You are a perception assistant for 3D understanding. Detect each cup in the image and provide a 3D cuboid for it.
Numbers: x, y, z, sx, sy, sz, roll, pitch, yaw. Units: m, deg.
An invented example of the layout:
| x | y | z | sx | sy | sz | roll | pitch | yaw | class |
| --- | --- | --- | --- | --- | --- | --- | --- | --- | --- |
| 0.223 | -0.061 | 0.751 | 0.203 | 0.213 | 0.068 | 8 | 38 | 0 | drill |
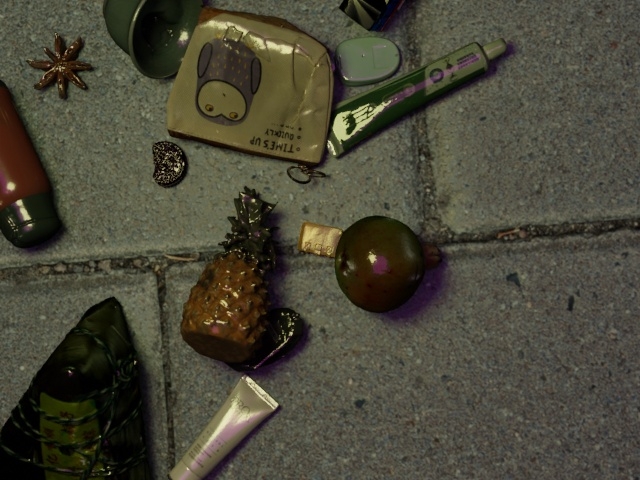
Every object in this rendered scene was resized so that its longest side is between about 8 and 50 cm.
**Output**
| x | y | z | sx | sy | sz | roll | pitch | yaw | class |
| --- | --- | --- | --- | --- | --- | --- | --- | --- | --- |
| -0.346 | -0.434 | 1.707 | 0.150 | 0.199 | 0.199 | 29 | 90 | 27 | cup |

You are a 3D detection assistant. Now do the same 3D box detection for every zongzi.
| x | y | z | sx | sy | sz | roll | pitch | yaw | class |
| --- | --- | --- | --- | --- | --- | --- | --- | --- | --- |
| -0.502 | 0.339 | 1.641 | 0.362 | 0.319 | 0.384 | -2 | 104 | 4 | zongzi |

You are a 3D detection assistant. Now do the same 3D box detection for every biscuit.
| x | y | z | sx | sy | sz | roll | pitch | yaw | class |
| --- | --- | --- | --- | --- | --- | --- | --- | --- | --- |
| -0.308 | -0.153 | 1.742 | 0.089 | 0.027 | 0.087 | 35 | 90 | 8 | biscuit |

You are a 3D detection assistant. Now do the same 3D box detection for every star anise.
| x | y | z | sx | sy | sz | roll | pitch | yaw | class |
| --- | --- | --- | --- | --- | --- | --- | --- | --- | --- |
| -0.524 | -0.349 | 1.776 | 0.141 | 0.042 | 0.141 | -1 | 83 | 6 | star anise |

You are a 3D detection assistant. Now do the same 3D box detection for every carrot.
| x | y | z | sx | sy | sz | roll | pitch | yaw | class |
| --- | --- | --- | --- | --- | --- | --- | --- | --- | --- |
| -0.112 | -0.392 | 1.711 | 0.263 | 0.102 | 0.102 | 11 | 87 | 3 | carrot |

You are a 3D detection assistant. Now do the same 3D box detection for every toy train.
| x | y | z | sx | sy | sz | roll | pitch | yaw | class |
| --- | --- | --- | --- | --- | --- | --- | --- | --- | --- |
| 0.132 | -0.495 | 1.648 | 0.082 | 0.131 | 0.204 | 39 | 113 | 9 | toy train |

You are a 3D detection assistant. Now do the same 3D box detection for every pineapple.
| x | y | z | sx | sy | sz | roll | pitch | yaw | class |
| --- | --- | --- | --- | --- | --- | --- | --- | --- | --- |
| -0.148 | 0.049 | 1.640 | 0.169 | 0.169 | 0.340 | 11 | 64 | 8 | pineapple |

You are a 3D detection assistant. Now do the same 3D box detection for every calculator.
| x | y | z | sx | sy | sz | roll | pitch | yaw | class |
| --- | --- | --- | --- | --- | --- | --- | --- | --- | --- |
| 0.079 | -0.350 | 1.710 | 0.153 | 0.021 | 0.095 | -6 | 85 | 4 | calculator |

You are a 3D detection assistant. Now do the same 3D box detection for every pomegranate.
| x | y | z | sx | sy | sz | roll | pitch | yaw | class |
| --- | --- | --- | --- | --- | --- | --- | --- | --- | --- |
| 0.130 | 0.040 | 1.616 | 0.209 | 0.180 | 0.180 | -4 | 84 | -29 | pomegranate |

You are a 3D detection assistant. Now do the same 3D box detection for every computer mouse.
| x | y | z | sx | sy | sz | roll | pitch | yaw | class |
| --- | --- | --- | --- | --- | --- | --- | --- | --- | --- |
| -0.107 | 0.192 | 1.677 | 0.172 | 0.057 | 0.099 | -31 | 66 | 1 | computer mouse |

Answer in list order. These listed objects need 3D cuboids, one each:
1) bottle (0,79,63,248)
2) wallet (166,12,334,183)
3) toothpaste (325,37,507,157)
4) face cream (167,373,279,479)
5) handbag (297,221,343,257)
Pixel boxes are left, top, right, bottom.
| x | y | z | sx | sy | sz | roll | pitch | yaw | class |
| --- | --- | --- | --- | --- | --- | --- | --- | --- | --- |
| -0.621 | -0.147 | 1.727 | 0.144 | 0.144 | 0.336 | -29 | 84 | 4 | bottle |
| -0.124 | -0.274 | 1.665 | 0.335 | 0.068 | 0.275 | 15 | 106 | 3 | wallet |
| 0.176 | -0.285 | 1.676 | 0.392 | 0.061 | 0.099 | -26 | 83 | 9 | toothpaste |
| -0.191 | 0.378 | 1.679 | 0.092 | 0.058 | 0.244 | 40 | 85 | 13 | face cream |
| 0.000 | 0.000 | 1.692 | 0.083 | 0.027 | 0.061 | 12 | 86 | 7 | handbag |
